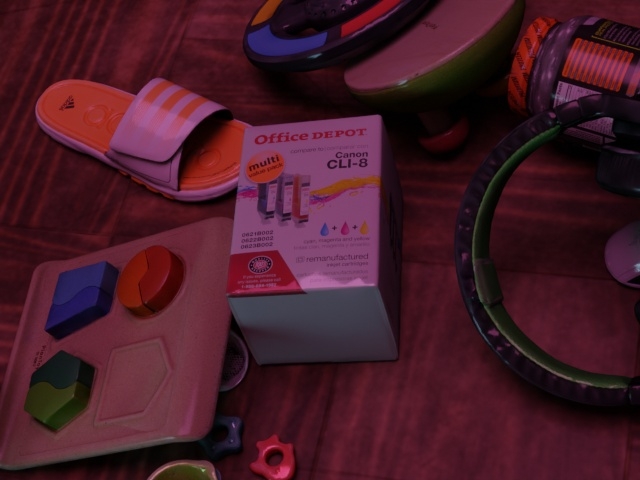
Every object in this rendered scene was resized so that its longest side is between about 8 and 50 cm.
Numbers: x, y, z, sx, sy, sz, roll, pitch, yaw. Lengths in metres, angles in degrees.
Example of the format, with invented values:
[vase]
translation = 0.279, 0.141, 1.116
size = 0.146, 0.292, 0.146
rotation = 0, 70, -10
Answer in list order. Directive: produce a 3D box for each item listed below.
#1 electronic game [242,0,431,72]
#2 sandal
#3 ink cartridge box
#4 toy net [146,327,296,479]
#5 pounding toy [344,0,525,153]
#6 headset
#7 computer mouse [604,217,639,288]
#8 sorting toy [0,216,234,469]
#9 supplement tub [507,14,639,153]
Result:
[electronic game]
translation = 0.025, -0.240, 1.261
size = 0.229, 0.048, 0.229
rotation = -23, 31, 15
[sandal]
translation = -0.182, -0.116, 1.256
size = 0.265, 0.076, 0.102
rotation = 18, 63, 23
[ink cartridge box]
translation = 0.000, 0.000, 1.106
size = 0.128, 0.127, 0.176
rotation = -4, 55, 11
[toy net]
translation = -0.086, 0.145, 1.081
size = 0.122, 0.045, 0.232
rotation = -9, 55, 8
[pounding toy]
translation = 0.128, -0.167, 1.212
size = 0.183, 0.110, 0.237
rotation = -24, 26, 21
[headset]
translation = 0.289, -0.010, 0.966
size = 0.394, 0.185, 0.244
rotation = -16, 88, 18
[computer mouse]
translation = 0.337, 0.001, 1.079
size = 0.192, 0.042, 0.106
rotation = -7, 57, 9
[sorting toy]
translation = -0.187, 0.125, 1.084
size = 0.229, 0.041, 0.307
rotation = -12, 53, 29
[supplement tub]
translation = 0.270, -0.130, 1.136
size = 0.190, 0.117, 0.117
rotation = 21, 64, 25
